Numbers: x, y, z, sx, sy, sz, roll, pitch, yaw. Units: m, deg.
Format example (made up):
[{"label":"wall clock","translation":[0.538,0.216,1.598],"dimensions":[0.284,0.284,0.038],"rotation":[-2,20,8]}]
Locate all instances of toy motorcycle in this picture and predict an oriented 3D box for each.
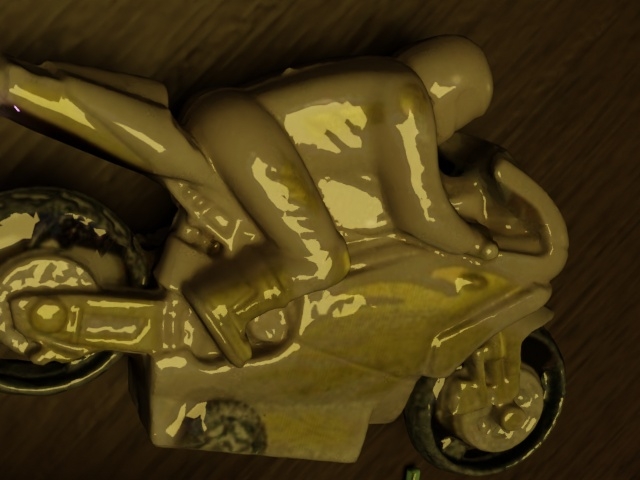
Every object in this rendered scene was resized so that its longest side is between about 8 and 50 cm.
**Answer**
[{"label":"toy motorcycle","translation":[0.000,0.000,0.478],"dimensions":[0.340,0.108,0.223],"rotation":[13,103,-25]}]

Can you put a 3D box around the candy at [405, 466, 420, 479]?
[{"label":"candy","translation":[0.047,0.231,0.611],"dimensions":[0.058,0.062,0.194],"rotation":[9,98,23]}]
